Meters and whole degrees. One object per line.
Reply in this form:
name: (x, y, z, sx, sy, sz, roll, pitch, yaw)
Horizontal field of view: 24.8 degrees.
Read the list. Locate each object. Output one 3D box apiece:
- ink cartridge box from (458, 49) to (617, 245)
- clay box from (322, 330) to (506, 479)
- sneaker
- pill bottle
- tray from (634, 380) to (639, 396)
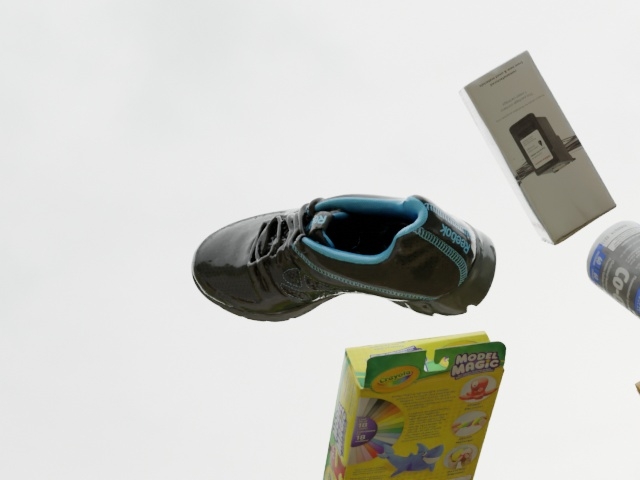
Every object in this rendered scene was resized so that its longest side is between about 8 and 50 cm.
ink cartridge box: (0.180, -0.077, 1.222, 0.063, 0.109, 0.150, -30, -88, 4)
clay box: (0.077, 0.156, 1.246, 0.127, 0.053, 0.222, -6, -48, -16)
sneaker: (0.000, 0.000, 1.440, 0.341, 0.125, 0.140, -5, -28, 32)
pill bottle: (0.331, 0.043, 1.425, 0.078, 0.137, 0.078, -17, -55, -25)
tray: (0.450, 0.239, 1.248, 0.203, 0.411, 0.076, -30, -45, 8)
